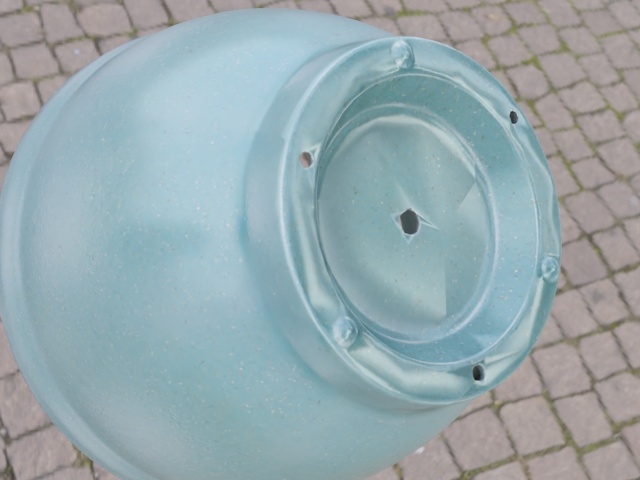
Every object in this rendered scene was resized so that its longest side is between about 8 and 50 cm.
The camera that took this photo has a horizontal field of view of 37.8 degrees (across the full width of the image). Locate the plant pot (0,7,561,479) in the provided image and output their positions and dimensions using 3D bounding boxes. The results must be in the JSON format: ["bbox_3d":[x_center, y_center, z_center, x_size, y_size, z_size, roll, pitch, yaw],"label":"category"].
[{"bbox_3d":[0.000,0.000,0.505,0.293,0.196,0.293,7,78,-34],"label":"plant pot"}]
